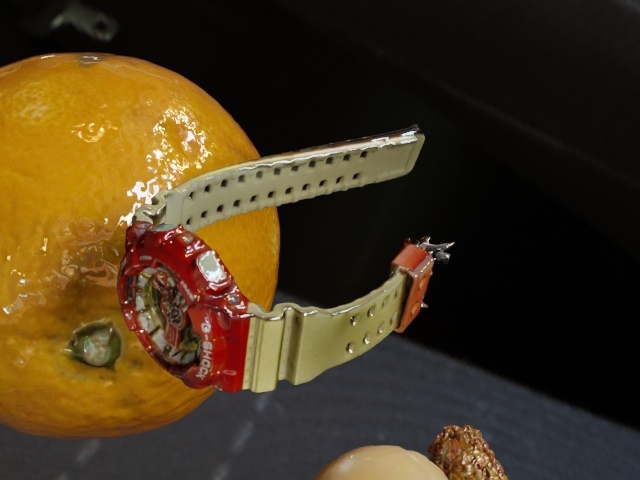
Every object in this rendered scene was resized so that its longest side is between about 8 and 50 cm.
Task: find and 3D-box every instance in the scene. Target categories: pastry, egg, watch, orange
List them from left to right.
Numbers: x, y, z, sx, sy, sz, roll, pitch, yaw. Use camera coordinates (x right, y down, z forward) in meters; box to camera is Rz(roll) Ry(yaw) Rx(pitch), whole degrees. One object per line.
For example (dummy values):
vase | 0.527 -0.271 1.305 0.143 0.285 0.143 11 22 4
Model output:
orange | -0.182 0.007 1.214 0.312 0.312 0.312 -30 31 20
watch | -0.002 0.005 1.013 0.268 0.102 0.165 -18 45 -31
egg | 0.060 0.348 1.725 0.201 0.201 0.244 -23 23 30
pastry | 0.182 0.295 1.871 0.087 0.063 0.169 -32 70 11
